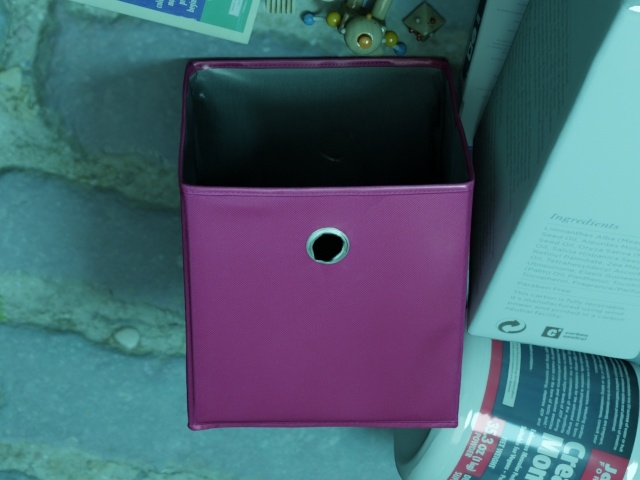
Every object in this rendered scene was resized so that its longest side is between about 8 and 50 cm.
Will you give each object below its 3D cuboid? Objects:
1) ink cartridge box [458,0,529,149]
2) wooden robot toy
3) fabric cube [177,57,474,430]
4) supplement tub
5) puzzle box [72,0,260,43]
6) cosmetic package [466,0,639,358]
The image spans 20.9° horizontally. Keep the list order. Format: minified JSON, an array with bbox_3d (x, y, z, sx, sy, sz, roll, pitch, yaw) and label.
[{"bbox_3d":[0.241,-0.170,1.630,0.206,0.045,0.208,9,120,-6],"label":"ink cartridge box"},{"bbox_3d":[0.034,-0.206,1.589,0.173,0.079,0.076,17,119,-11],"label":"wooden robot toy"},{"bbox_3d":[0.000,0.000,1.605,0.254,0.259,0.258,0,121,-2],"label":"fabric cube"},{"bbox_3d":[0.228,0.194,1.759,0.272,0.191,0.191,18,118,-11],"label":"supplement tub"},{"bbox_3d":[-0.142,-0.387,1.497,0.272,0.052,0.409,13,119,-9],"label":"puzzle box"},{"bbox_3d":[0.248,-0.117,1.413,0.161,0.230,0.453,9,146,-5],"label":"cosmetic package"}]
